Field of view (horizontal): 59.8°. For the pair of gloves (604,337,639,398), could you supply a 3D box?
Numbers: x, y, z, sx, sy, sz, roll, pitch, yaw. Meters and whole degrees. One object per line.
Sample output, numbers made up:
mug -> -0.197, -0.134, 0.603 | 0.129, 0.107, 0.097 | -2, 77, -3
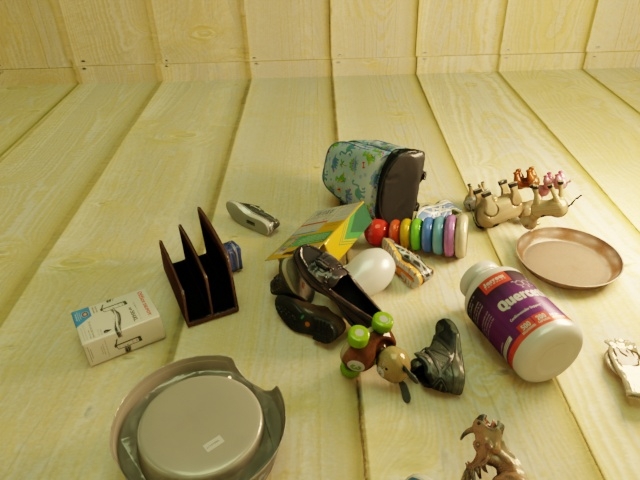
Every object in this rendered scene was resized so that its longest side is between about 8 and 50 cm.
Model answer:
pair of gloves -> 0.818, 0.316, 1.339 | 0.239, 0.042, 0.204 | 2, 31, 3

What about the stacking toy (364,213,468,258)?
stacking toy -> 0.304, -0.024, 1.790 | 0.329, 0.141, 0.141 | 5, 35, 17

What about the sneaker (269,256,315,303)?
sneaker -> -0.102, 0.113, 1.546 | 0.118, 0.222, 0.083 | 5, 62, 20

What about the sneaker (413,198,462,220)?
sneaker -> 0.400, -0.083, 1.908 | 0.211, 0.080, 0.081 | -28, 39, -31

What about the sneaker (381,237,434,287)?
sneaker -> 0.261, 0.064, 1.706 | 0.083, 0.084, 0.215 | -17, 46, -26

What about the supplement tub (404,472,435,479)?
supplement tub -> 0.141, 0.524, 0.973 | 0.199, 0.145, 0.144 | -25, 41, -30

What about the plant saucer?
plant saucer -> 0.758, 0.060, 1.710 | 0.310, 0.050, 0.311 | -1, 34, 1

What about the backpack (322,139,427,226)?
backpack -> 0.171, -0.229, 1.962 | 0.273, 0.291, 0.355 | 0, 25, -21

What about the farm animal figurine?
farm animal figurine -> 0.664, -0.117, 1.865 | 0.326, 0.172, 0.330 | -15, 15, 10

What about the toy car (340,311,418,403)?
toy car -> 0.153, 0.296, 1.318 | 0.148, 0.155, 0.188 | -24, 53, -29

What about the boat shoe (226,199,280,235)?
boat shoe -> -0.238, -0.086, 1.951 | 0.219, 0.078, 0.070 | 30, 45, 26

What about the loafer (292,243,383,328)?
loafer -> 0.057, 0.116, 1.456 | 0.302, 0.095, 0.109 | 47, 59, -4

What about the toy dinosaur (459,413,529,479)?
toy dinosaur -> 0.329, 0.499, 1.032 | 0.200, 0.127, 0.296 | 10, 48, 29

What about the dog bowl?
dog bowl -> -0.241, 0.395, 1.138 | 0.348, 0.102, 0.349 | 0, 35, 0

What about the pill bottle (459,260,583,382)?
pill bottle -> 0.491, 0.190, 1.414 | 0.181, 0.182, 0.323 | -12, 36, -15

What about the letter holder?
letter holder -> -0.365, 0.060, 1.611 | 0.151, 0.215, 0.302 | -16, 37, -20

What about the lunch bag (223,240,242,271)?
lunch bag -> -0.279, 0.047, 1.731 | 0.065, 0.099, 0.067 | -19, 33, -28

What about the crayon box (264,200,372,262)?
crayon box -> 0.000, 0.000, 1.736 | 0.203, 0.083, 0.323 | -10, 24, 38

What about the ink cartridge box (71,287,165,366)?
ink cartridge box -> -0.540, 0.226, 1.491 | 0.203, 0.086, 0.148 | -21, 38, -24

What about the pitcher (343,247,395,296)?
pitcher -> 0.099, 0.101, 1.617 | 0.207, 0.126, 0.177 | -37, 50, -26

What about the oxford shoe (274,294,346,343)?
oxford shoe -> -0.029, 0.207, 1.518 | 0.227, 0.083, 0.096 | 26, 27, 30

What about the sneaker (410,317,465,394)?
sneaker -> 0.281, 0.276, 1.381 | 0.130, 0.087, 0.228 | 7, 40, 2
